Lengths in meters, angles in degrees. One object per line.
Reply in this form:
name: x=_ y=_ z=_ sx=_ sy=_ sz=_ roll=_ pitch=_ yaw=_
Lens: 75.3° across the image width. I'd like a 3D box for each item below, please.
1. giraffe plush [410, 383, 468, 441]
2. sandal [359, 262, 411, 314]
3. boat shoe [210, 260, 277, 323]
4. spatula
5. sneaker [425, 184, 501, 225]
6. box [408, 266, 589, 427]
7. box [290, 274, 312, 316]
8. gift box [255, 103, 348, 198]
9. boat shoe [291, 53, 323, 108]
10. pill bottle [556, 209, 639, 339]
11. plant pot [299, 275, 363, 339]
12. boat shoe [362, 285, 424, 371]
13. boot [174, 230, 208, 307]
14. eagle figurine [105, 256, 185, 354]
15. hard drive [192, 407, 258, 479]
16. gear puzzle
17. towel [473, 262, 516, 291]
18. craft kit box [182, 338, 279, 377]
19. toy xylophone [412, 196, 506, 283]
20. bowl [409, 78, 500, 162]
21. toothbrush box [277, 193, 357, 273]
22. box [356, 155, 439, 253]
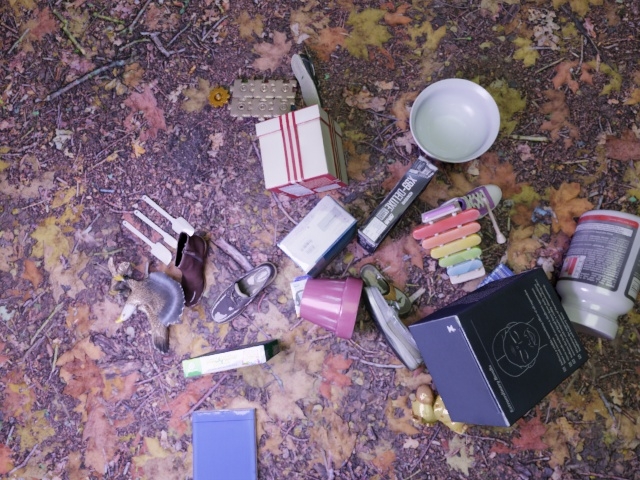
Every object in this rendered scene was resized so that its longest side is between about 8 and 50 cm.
giraffe plush: x=0.366 y=0.514 z=1.298 sx=0.170 sy=0.181 sz=0.211 roll=0 pitch=64 yaw=16
sandal: x=0.218 y=0.165 z=1.409 sx=0.090 sy=0.060 sz=0.219 roll=-39 pitch=81 yaw=-2
boat shoe: x=-0.272 y=0.176 z=1.424 sx=0.285 sy=0.092 sz=0.103 roll=-40 pitch=81 yaw=-3
spatula: x=-0.597 y=-0.048 z=1.522 sx=0.242 sy=0.019 sz=0.168 roll=38 pitch=91 yaw=9
sneaker: x=0.496 y=-0.115 z=1.383 sx=0.281 sy=0.161 sz=0.102 roll=-28 pitch=79 yaw=-2
box: x=0.507 y=0.292 z=1.184 sx=0.395 sy=0.212 sz=0.294 roll=-18 pitch=80 yaw=-30
box: x=-0.055 y=0.190 z=1.441 sx=0.081 sy=0.028 sz=0.136 roll=-14 pitch=83 yaw=2
gift box: x=-0.058 y=-0.297 z=1.410 sx=0.254 sy=0.276 sz=0.259 roll=-10 pitch=84 yaw=16
boat shoe: x=-0.031 y=-0.580 z=1.530 sx=0.079 sy=0.084 sz=0.233 roll=-17 pitch=85 yaw=-34
pill bottle: x=0.874 y=0.106 z=1.297 sx=0.210 sy=0.210 sz=0.363 roll=23 pitch=84 yaw=7
plant pot: x=0.032 y=0.204 z=1.343 sx=0.180 sy=0.201 sz=0.202 roll=12 pitch=82 yaw=5
boat shoe: x=0.244 y=0.273 z=1.348 sx=0.103 sy=0.118 sz=0.321 roll=-34 pitch=95 yaw=-8
boot: x=-0.451 y=0.100 z=1.390 sx=0.090 sy=0.207 sz=0.249 roll=9 pitch=82 yaw=5
eagle figurine: x=-0.573 y=0.208 z=1.376 sx=0.298 sy=0.226 sz=0.225 roll=30 pitch=79 yaw=3
hard drive: x=-0.315 y=0.728 z=1.370 sx=0.210 sy=0.040 sz=0.319 roll=-4 pitch=81 yaw=3
gear puzzle: x=-0.257 y=-0.520 z=1.555 sx=0.338 sy=0.044 sz=0.176 roll=2 pitch=74 yaw=3
towel: x=0.583 y=0.272 z=1.379 sx=0.243 sy=0.040 sz=0.336 roll=43 pitch=86 yaw=8
craft kit box: x=-0.271 y=0.369 z=1.318 sx=0.246 sy=0.250 sz=0.061 roll=-14 pitch=81 yaw=1
toy xylophone: x=0.449 y=-0.010 z=1.315 sx=0.236 sy=0.081 sz=0.323 roll=-28 pitch=123 yaw=25
bowl: x=0.451 y=-0.391 z=1.440 sx=0.297 sy=0.134 sz=0.298 roll=-1 pitch=81 yaw=4
toothbrush box: x=0.000 y=0.000 z=1.331 sx=0.126 sy=0.295 sz=0.216 roll=44 pitch=86 yaw=8
box: x=0.240 y=-0.103 z=1.357 sx=0.076 sy=0.242 sz=0.308 roll=39 pitch=85 yaw=9
